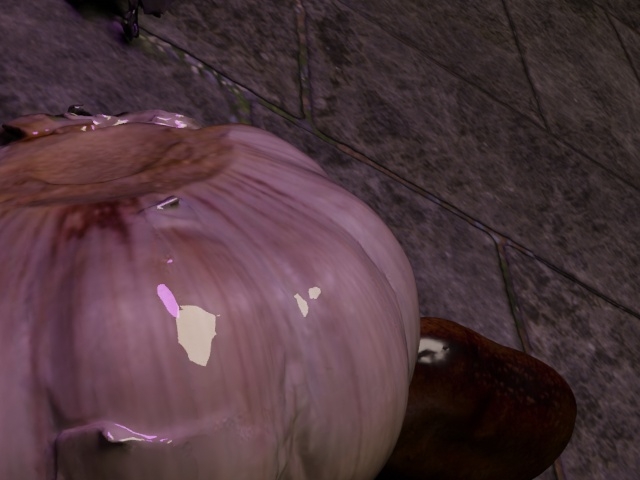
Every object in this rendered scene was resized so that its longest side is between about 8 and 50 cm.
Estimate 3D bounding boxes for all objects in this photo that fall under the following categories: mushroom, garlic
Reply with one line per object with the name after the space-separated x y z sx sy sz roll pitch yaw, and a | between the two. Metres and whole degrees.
0.063 0.088 0.948 0.227 0.148 0.217 30 19 -40 | mushroom
-0.100 0.056 0.624 0.241 0.322 0.322 59 21 -26 | garlic

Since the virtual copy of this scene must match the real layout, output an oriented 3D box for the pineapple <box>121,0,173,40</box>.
-0.174 -0.303 1.185 0.277 0.130 0.119 -92 157 -55 | pineapple
